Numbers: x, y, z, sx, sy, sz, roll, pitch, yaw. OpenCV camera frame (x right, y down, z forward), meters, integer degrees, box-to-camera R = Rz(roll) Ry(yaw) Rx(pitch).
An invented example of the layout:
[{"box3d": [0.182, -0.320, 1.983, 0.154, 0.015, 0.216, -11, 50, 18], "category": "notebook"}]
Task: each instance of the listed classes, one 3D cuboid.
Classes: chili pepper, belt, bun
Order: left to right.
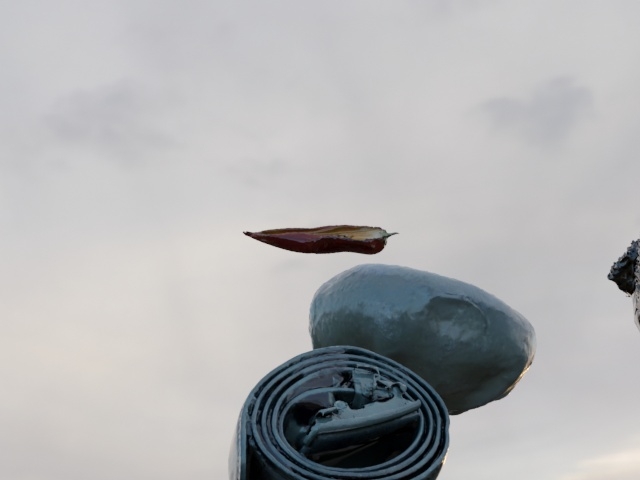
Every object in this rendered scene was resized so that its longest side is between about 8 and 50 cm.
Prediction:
[{"box3d": [0.000, 0.000, 1.286, 0.178, 0.027, 0.045, 1, 25, 1], "category": "chili pepper"}, {"box3d": [0.015, 0.214, 1.195, 0.268, 0.206, 0.116, -21, -40, -44], "category": "belt"}, {"box3d": [0.142, 0.161, 1.676, 0.355, 0.194, 0.354, 15, -15, 4], "category": "bun"}]

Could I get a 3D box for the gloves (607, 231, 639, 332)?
[{"box3d": [0.468, 0.000, 1.460, 0.135, 0.312, 0.210, 22, -12, 8], "category": "gloves"}]
